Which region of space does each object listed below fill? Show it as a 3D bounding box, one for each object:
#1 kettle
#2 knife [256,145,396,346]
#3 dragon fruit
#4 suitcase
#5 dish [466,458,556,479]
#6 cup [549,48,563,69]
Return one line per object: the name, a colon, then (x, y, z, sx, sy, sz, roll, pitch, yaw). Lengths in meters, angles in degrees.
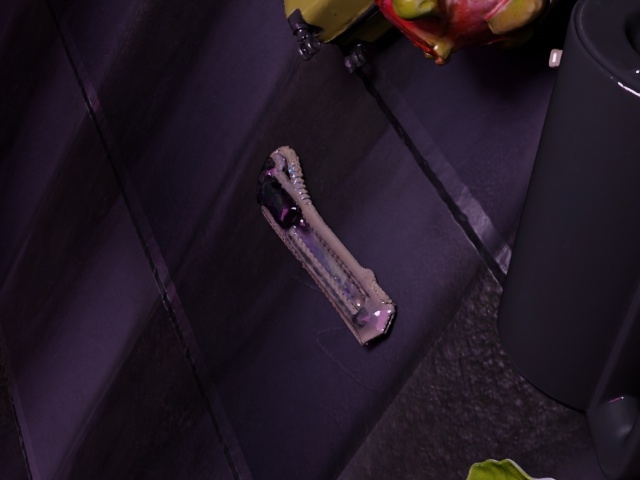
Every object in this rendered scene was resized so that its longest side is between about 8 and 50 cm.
kettle: (0.270, -0.003, 0.941, 0.262, 0.203, 0.308, 53, 145, 41)
knife: (-0.005, -0.001, 1.522, 0.089, 0.043, 0.365, -62, 39, 24)
dragon fruit: (0.152, -0.327, 1.205, 0.243, 0.227, 0.307, -5, 75, 10)
suitcase: (0.053, -0.342, 1.454, 0.194, 0.143, 0.235, -35, 54, 45)
dish: (0.192, 0.256, 1.170, 0.137, 0.039, 0.091, -13, 65, 52)
cup: (0.273, -0.154, 1.126, 0.102, 0.099, 0.074, -31, 55, 47)
